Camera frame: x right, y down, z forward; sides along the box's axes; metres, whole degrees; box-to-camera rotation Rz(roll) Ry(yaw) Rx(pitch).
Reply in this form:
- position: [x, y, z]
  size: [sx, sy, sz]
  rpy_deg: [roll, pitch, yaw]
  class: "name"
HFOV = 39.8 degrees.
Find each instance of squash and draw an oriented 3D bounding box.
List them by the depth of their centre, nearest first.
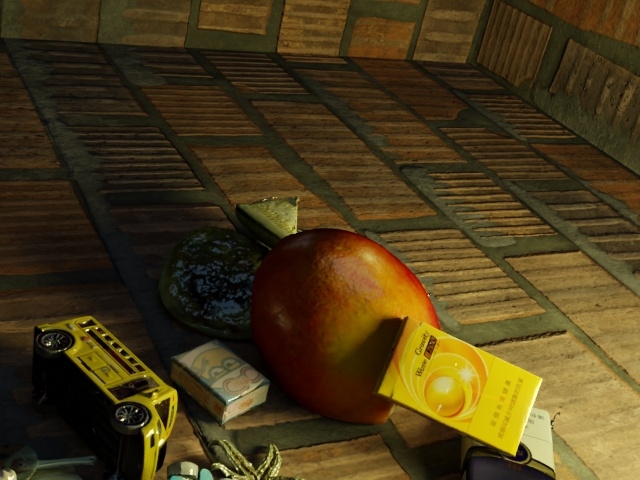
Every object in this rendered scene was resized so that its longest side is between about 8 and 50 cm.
- position: [-0.062, -0.009, 1.958]
  size: [0.169, 0.093, 0.252]
  rpy_deg: [-12, 30, -33]
  class: "squash"

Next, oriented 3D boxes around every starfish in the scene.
- position: [-0.094, 0.381, 1.465]
  size: [0.208, 0.053, 0.176]
  rpy_deg: [26, 20, 5]
  class: "starfish"

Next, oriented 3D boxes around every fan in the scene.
- position: [-0.452, 0.342, 1.334]
  size: [0.226, 0.008, 0.152]
  rpy_deg: [-2, 17, -10]
  class: "fan"

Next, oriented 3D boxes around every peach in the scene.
- position: [0.031, 0.149, 1.691]
  size: [0.380, 0.306, 0.242]
  rpy_deg: [33, 26, 21]
  class: "peach"

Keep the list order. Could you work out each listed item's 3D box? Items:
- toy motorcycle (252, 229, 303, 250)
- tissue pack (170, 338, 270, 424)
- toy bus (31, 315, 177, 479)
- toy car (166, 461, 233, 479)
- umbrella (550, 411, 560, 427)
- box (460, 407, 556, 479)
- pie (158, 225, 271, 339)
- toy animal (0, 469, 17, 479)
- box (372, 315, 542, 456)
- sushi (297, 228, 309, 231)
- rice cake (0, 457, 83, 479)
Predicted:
- position: [-0.081, 0.018, 2.096]
  size: [0.225, 0.073, 0.152]
  rpy_deg: [-3, 30, -27]
  class: "toy motorcycle"
- position: [-0.187, 0.258, 1.629]
  size: [0.155, 0.065, 0.115]
  rpy_deg: [35, 36, 31]
  class: "tissue pack"
- position: [-0.350, 0.261, 1.465]
  size: [0.331, 0.145, 0.151]
  rpy_deg: [34, 33, 33]
  class: "toy bus"
- position: [-0.192, 0.416, 1.343]
  size: [0.161, 0.098, 0.126]
  rpy_deg: [27, 45, -40]
  class: "toy car"
- position: [0.450, 0.380, 1.752]
  size: [0.013, 0.022, 0.122]
  rpy_deg: [46, 45, 4]
  class: "umbrella"
- position: [0.340, 0.396, 1.614]
  size: [0.168, 0.071, 0.259]
  rpy_deg: [15, 28, 1]
  class: "box"
- position: [-0.194, 0.088, 1.881]
  size: [0.323, 0.071, 0.323]
  rpy_deg: [9, 41, -8]
  class: "pie"
- position: [-0.435, 0.395, 1.112]
  size: [0.309, 0.247, 0.183]
  rpy_deg: [10, 25, -20]
  class: "toy animal"
- position: [0.243, 0.256, 1.557]
  size: [0.269, 0.043, 0.152]
  rpy_deg: [25, 73, -4]
  class: "box"
- position: [0.000, 0.000, 2.195]
  size: [0.126, 0.026, 0.120]
  rpy_deg: [18, 4, 15]
  class: "sushi"
- position: [-0.457, 0.386, 1.304]
  size: [0.211, 0.038, 0.124]
  rpy_deg: [-9, 33, -34]
  class: "rice cake"
